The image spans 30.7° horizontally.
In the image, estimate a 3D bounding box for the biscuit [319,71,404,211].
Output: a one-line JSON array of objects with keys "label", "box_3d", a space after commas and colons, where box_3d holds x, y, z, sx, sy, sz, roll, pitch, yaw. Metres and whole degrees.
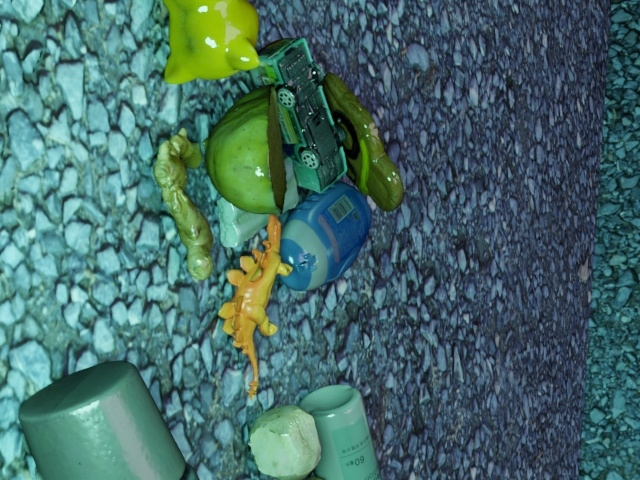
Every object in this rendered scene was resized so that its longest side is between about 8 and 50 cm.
[{"label": "biscuit", "box_3d": [0.050, -0.172, 1.972, 0.290, 0.041, 0.208, 55, -16, 24]}]

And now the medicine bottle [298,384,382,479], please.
[{"label": "medicine bottle", "box_3d": [0.054, 0.423, 1.995, 0.110, 0.110, 0.352, -44, 125, -55]}]

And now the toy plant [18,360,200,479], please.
[{"label": "toy plant", "box_3d": [-0.223, 0.351, 1.408, 0.185, 0.279, 0.400, -23, 104, -19]}]

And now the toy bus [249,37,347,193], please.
[{"label": "toy bus", "box_3d": [-0.034, -0.203, 1.892, 0.091, 0.109, 0.261, -41, 128, -31]}]

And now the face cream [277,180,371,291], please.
[{"label": "face cream", "box_3d": [0.000, 0.000, 1.965, 0.264, 0.083, 0.149, -42, 116, -55]}]

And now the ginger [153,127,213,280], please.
[{"label": "ginger", "box_3d": [-0.194, -0.056, 1.647, 0.176, 0.052, 0.193, 50, 32, -55]}]

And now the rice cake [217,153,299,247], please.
[{"label": "rice cake", "box_3d": [-0.096, -0.064, 1.839, 0.226, 0.040, 0.085, -41, 124, -56]}]

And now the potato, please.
[{"label": "potato", "box_3d": [-0.113, -0.126, 1.719, 0.271, 0.111, 0.160, -92, 176, -64]}]

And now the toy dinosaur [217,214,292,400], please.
[{"label": "toy dinosaur", "box_3d": [-0.106, 0.095, 1.775, 0.117, 0.070, 0.288, 26, 74, -58]}]

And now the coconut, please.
[{"label": "coconut", "box_3d": [-0.054, 0.325, 1.814, 0.110, 0.110, 0.124, -28, 106, -59]}]

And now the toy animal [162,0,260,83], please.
[{"label": "toy animal", "box_3d": [-0.165, -0.337, 1.630, 0.156, 0.156, 0.230, -37, 118, -57]}]

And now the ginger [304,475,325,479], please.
[{"label": "ginger", "box_3d": [-0.027, 0.473, 1.874, 0.104, 0.080, 0.204, 54, 43, -26]}]
